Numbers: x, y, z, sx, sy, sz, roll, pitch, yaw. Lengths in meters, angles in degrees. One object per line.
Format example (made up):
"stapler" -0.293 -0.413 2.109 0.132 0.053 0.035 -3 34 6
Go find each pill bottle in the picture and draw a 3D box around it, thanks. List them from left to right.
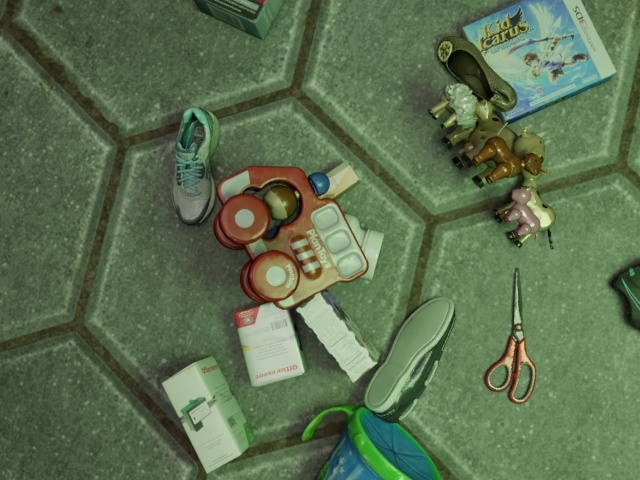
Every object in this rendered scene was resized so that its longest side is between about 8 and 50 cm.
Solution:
"pill bottle" 0.000 0.000 1.475 0.272 0.152 0.152 15 87 7

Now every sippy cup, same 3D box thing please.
"sippy cup" 0.097 0.516 1.396 0.240 0.305 0.224 33 102 -33

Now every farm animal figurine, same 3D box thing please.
"farm animal figurine" 0.408 -0.174 1.421 0.172 0.330 0.327 -35 54 4

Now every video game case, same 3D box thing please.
"video game case" 0.496 -0.430 1.509 0.269 0.061 0.244 -24 82 4

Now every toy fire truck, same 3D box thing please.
"toy fire truck" -0.068 -0.018 1.342 0.254 0.169 0.302 -27 90 -15

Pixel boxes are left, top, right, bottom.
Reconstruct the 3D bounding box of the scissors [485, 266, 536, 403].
"scissors" 0.454 0.216 1.479 0.109 0.021 0.297 16 86 9

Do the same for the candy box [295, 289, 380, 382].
"candy box" 0.043 0.205 1.445 0.070 0.165 0.196 -40 83 3

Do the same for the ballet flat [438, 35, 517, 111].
"ballet flat" 0.343 -0.377 1.482 0.058 0.084 0.250 -19 60 -33

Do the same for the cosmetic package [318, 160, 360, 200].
"cosmetic package" 0.031 -0.130 1.539 0.115 0.041 0.060 -36 82 2

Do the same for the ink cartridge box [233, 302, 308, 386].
"ink cartridge box" -0.113 0.233 1.505 0.127 0.072 0.175 -15 84 4

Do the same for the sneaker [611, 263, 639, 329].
"sneaker" 0.739 0.173 1.427 0.106 0.101 0.267 -30 83 25

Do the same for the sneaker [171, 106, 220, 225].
"sneaker" -0.308 -0.178 1.537 0.110 0.122 0.283 2 85 7

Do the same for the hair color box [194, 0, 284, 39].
"hair color box" -0.139 -0.699 1.571 0.185 0.113 0.374 27 87 8

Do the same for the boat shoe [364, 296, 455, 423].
"boat shoe" 0.213 0.265 1.463 0.302 0.114 0.091 -51 122 -8

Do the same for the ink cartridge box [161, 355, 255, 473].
"ink cartridge box" -0.246 0.382 1.463 0.092 0.160 0.219 -30 82 2
